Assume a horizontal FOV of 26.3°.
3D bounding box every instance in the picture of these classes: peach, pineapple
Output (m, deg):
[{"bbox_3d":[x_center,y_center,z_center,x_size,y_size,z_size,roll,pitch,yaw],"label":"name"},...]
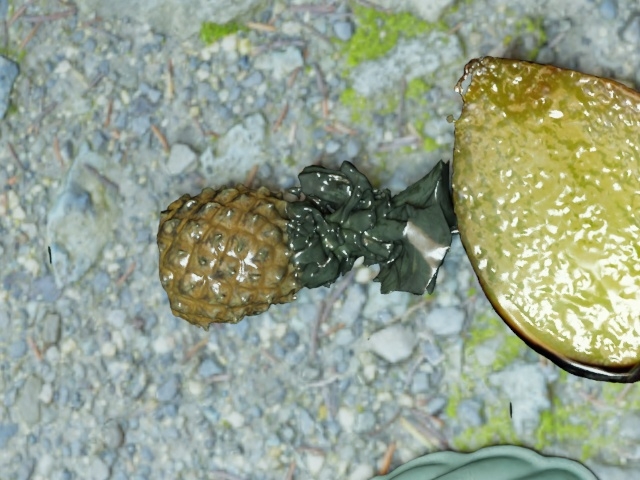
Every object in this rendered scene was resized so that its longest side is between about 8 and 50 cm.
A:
[{"bbox_3d":[0.194,-0.017,0.984,0.189,0.068,0.279,-35,77,8],"label":"peach"},{"bbox_3d":[0.000,0.000,1.040,0.237,0.111,0.119,-12,108,12],"label":"pineapple"}]

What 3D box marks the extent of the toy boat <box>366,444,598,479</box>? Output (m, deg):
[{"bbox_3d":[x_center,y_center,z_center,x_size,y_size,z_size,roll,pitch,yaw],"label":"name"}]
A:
[{"bbox_3d":[0.091,0.247,0.971,0.290,0.100,0.199,-5,80,17],"label":"toy boat"}]
